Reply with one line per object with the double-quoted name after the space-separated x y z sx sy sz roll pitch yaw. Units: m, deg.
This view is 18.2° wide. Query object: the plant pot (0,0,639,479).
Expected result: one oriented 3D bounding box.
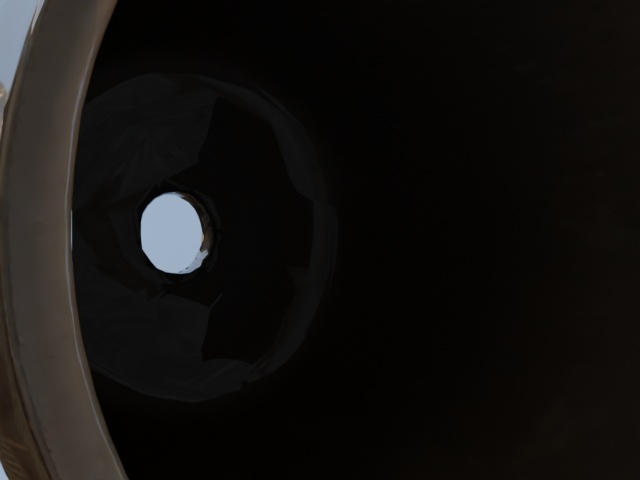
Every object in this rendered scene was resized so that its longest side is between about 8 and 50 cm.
0.000 0.000 0.558 0.263 0.229 0.263 1 -92 -29 "plant pot"
